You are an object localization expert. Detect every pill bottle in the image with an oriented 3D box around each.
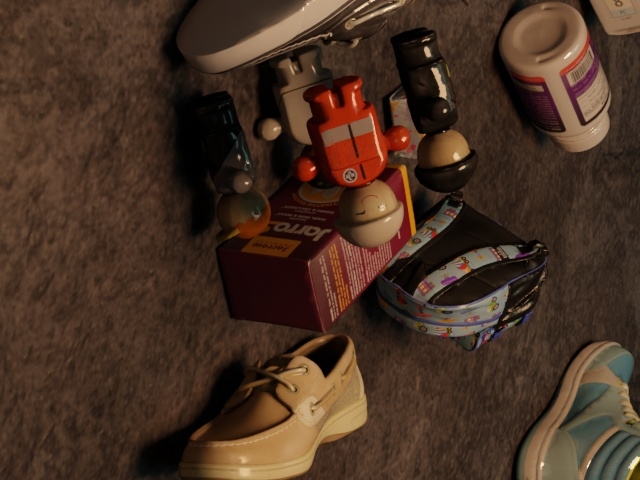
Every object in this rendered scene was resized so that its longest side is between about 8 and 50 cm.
[{"bbox_3d":[0.296,-0.195,1.931,0.193,0.108,0.108,55,51,-50],"label":"pill bottle"}]

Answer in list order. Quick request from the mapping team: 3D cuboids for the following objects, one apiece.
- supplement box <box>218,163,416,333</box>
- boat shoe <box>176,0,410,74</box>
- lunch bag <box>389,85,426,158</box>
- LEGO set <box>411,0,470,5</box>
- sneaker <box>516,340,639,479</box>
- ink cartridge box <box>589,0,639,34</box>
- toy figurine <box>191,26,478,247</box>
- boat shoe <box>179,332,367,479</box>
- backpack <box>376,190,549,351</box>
[{"bbox_3d":[0.000,0.000,1.484,0.188,0.104,0.081,-46,134,-45],"label":"supplement box"},{"bbox_3d":[0.017,-0.216,1.367,0.301,0.108,0.102,-36,133,-14],"label":"boat shoe"},{"bbox_3d":[0.111,-0.135,1.690,0.083,0.053,0.071,-48,138,-57],"label":"lunch bag"},{"bbox_3d":[0.163,-0.338,1.526,0.331,0.254,0.192,28,49,-66],"label":"LEGO set"},{"bbox_3d":[0.421,0.263,2.155,0.319,0.208,0.127,-50,136,-42],"label":"sneaker"},{"bbox_3d":[0.387,-0.515,2.066,0.385,0.091,0.308,56,49,-27],"label":"ink cartridge box"},{"bbox_3d":[0.012,-0.084,1.380,0.213,0.209,0.148,-39,118,-50],"label":"toy figurine"},{"bbox_3d":[-0.042,0.153,1.458,0.302,0.109,0.098,-18,107,-63],"label":"boat shoe"},{"bbox_3d":[0.137,0.045,1.685,0.173,0.158,0.117,-28,140,-39],"label":"backpack"}]
